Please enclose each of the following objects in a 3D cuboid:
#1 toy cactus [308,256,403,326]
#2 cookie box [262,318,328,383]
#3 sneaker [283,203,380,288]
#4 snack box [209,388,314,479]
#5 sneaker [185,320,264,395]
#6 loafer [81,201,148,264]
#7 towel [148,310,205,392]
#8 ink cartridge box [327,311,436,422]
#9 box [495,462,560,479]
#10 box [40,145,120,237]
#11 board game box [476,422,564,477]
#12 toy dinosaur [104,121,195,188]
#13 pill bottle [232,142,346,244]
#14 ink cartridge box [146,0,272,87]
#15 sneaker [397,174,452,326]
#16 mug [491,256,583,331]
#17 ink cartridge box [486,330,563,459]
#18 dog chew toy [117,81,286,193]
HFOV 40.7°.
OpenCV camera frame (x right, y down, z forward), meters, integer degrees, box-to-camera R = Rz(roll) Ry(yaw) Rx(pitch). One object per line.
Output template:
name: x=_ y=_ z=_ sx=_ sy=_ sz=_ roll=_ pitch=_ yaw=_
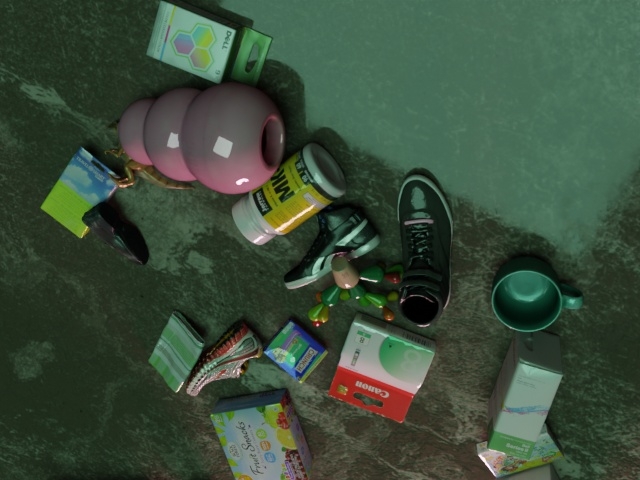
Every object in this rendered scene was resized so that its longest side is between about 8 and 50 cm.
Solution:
toy cactus: x=0.063 y=0.098 z=1.703 sx=0.218 sy=0.112 sz=0.180 roll=-19 pitch=146 yaw=10
cookie box: x=-0.053 y=0.234 z=1.827 sx=0.107 sy=0.040 sz=0.092 roll=41 pitch=88 yaw=-7
sneaker: x=0.000 y=0.000 z=1.721 sx=0.216 sy=0.079 sz=0.121 roll=-29 pitch=100 yaw=13
snack box: x=-0.130 y=0.447 z=1.936 sx=0.174 sy=0.070 sz=0.207 roll=-12 pitch=108 yaw=17
sneaker: x=-0.212 y=0.276 z=1.875 sx=0.092 sy=0.088 sz=0.225 roll=41 pitch=119 yaw=-14
loafer: x=-0.428 y=-0.009 z=1.811 sx=0.061 sy=0.062 sz=0.170 roll=-20 pitch=122 yaw=27
towel: x=-0.319 y=0.245 z=1.893 sx=0.113 sy=0.023 sz=0.152 roll=45 pitch=118 yaw=26
ink cartridge box: x=0.123 y=0.280 z=1.819 sx=0.181 sy=0.056 sz=0.225 roll=20 pitch=114 yaw=4
box: x=0.466 y=0.577 z=1.842 sx=0.130 sy=0.091 sz=0.171 roll=-23 pitch=106 yaw=21
box: x=-0.495 y=-0.104 z=1.803 sx=0.109 sy=0.042 sz=0.178 roll=38 pitch=114 yaw=-6
board game box: x=0.420 y=0.443 z=1.812 sx=0.154 sy=0.026 sz=0.103 roll=-23 pitch=128 yaw=21
toy dinosaur: x=-0.365 y=-0.147 z=1.728 sx=0.112 sy=0.064 sz=0.211 roll=-43 pitch=94 yaw=-9
pill bottle: x=-0.063 y=-0.086 z=1.670 sx=0.208 sy=0.119 sz=0.119 roll=-35 pitch=101 yaw=23
ink cartridge box: x=-0.209 y=-0.365 z=1.618 sx=0.209 sy=0.062 sz=0.109 roll=23 pitch=115 yaw=2
sneaker: x=0.197 y=0.030 z=1.645 sx=0.104 sy=0.147 sz=0.296 roll=-3 pitch=110 yaw=16
mug: x=0.406 y=0.104 z=1.654 sx=0.157 sy=0.097 sz=0.129 roll=34 pitch=115 yaw=-3
ink cartridge box: x=0.401 y=0.298 z=1.705 sx=0.093 sy=0.154 sz=0.212 roll=14 pitch=114 yaw=6
dog chew toy: x=-0.237 y=-0.198 z=1.625 sx=0.331 sy=0.206 sz=0.207 roll=7 pitch=114 yaw=22
